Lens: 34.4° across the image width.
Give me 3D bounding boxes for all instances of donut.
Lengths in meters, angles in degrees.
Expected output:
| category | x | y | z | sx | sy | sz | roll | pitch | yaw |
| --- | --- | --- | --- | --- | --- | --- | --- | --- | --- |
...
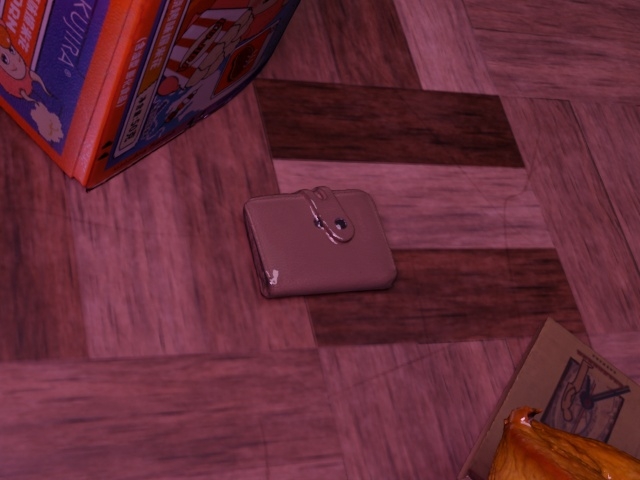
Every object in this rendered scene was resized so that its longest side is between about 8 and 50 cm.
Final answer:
| category | x | y | z | sx | sy | sz | roll | pitch | yaw |
| --- | --- | --- | --- | --- | --- | --- | --- | --- | --- |
| donut | 0.251 | 0.236 | 0.865 | 0.253 | 0.253 | 0.118 | 24 | 93 | -10 |

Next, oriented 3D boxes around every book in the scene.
| category | x | y | z | sx | sy | sz | roll | pitch | yaw |
| --- | --- | --- | --- | --- | --- | --- | --- | --- | --- |
| book | 0.248 | 0.201 | 1.046 | 0.161 | 0.026 | 0.231 | 38 | 51 | 1 |

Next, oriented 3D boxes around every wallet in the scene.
| category | x | y | z | sx | sy | sz | roll | pitch | yaw |
| --- | --- | --- | --- | --- | --- | --- | --- | --- | --- |
| wallet | 0.000 | 0.000 | 1.050 | 0.153 | 0.039 | 0.118 | -6 | 65 | -27 |

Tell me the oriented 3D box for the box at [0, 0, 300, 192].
| category | x | y | z | sx | sy | sz | roll | pitch | yaw |
| --- | --- | --- | --- | --- | --- | --- | --- | --- | --- |
| box | -0.160 | -0.294 | 0.965 | 0.257 | 0.348 | 0.318 | 44 | 50 | 6 |
